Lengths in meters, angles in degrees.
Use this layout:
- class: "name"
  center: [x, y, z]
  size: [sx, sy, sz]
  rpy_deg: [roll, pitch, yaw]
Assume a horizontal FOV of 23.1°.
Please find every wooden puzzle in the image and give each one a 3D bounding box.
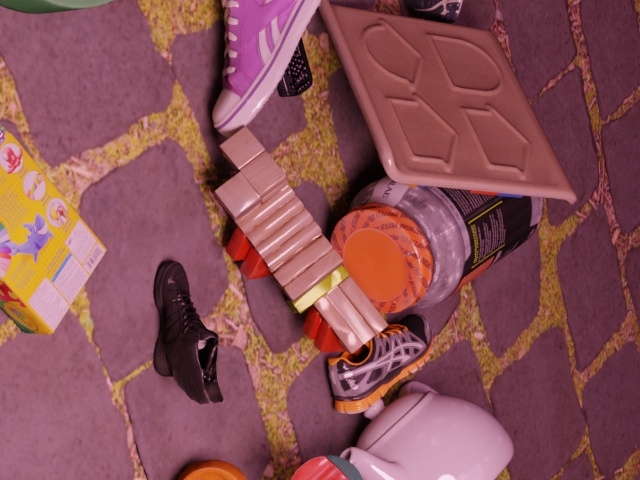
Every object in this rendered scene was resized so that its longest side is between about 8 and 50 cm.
- class: "wooden puzzle"
  center: [0.163, -0.179, 2.164]
  size: [0.348, 0.080, 0.322]
  rpy_deg: [8, 47, -35]

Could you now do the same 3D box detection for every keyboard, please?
- class: "keyboard"
  center: [-0.051, -0.280, 2.071]
  size: [0.100, 0.038, 0.192]
  rpy_deg: [-38, 118, -45]

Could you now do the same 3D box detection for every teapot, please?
- class: "teapot"
  center: [0.134, 0.296, 2.190]
  size: [0.252, 0.256, 0.187]
  rpy_deg: [-40, 84, -20]

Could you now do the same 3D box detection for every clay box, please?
- class: "clay box"
  center: [-0.337, -0.016, 1.694]
  size: [0.222, 0.053, 0.127]
  rpy_deg: [55, 50, -35]

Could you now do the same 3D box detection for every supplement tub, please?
- class: "supplement tub"
  center: [0.163, -0.025, 2.216]
  size: [0.316, 0.193, 0.194]
  rpy_deg: [-30, 113, -48]

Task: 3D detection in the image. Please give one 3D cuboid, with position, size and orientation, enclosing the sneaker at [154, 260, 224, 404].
- class: "sneaker"
  center: [-0.156, 0.111, 1.895]
  size: [0.051, 0.089, 0.170]
  rpy_deg: [5, 86, -52]

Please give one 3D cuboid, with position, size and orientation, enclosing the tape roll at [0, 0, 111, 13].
- class: "tape roll"
  center: [-0.301, -0.412, 1.721]
  size: [0.321, 0.077, 0.321]
  rpy_deg: [0, 90, -53]

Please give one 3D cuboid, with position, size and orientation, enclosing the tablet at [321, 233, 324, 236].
- class: "tablet"
  center: [0.000, 0.000, 2.100]
  size: [0.006, 0.083, 0.054]
  rpy_deg: [-37, 100, -7]

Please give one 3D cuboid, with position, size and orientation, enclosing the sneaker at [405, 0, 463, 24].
- class: "sneaker"
  center: [0.173, -0.460, 2.300]
  size: [0.122, 0.110, 0.283]
  rpy_deg: [-33, 116, -50]

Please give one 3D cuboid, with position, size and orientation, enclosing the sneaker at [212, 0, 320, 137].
- class: "sneaker"
  center: [-0.103, -0.280, 1.977]
  size: [0.161, 0.102, 0.282]
  rpy_deg: [28, 81, -14]

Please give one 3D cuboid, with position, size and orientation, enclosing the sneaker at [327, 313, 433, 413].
- class: "sneaker"
  center: [0.086, 0.157, 2.211]
  size: [0.215, 0.084, 0.083]
  rpy_deg: [-41, 116, -43]

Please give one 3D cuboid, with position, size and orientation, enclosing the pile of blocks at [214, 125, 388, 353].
- class: "pile of blocks"
  center: [-0.052, 0.018, 2.030]
  size: [0.112, 0.149, 0.362]
  rpy_deg: [-38, 117, -7]

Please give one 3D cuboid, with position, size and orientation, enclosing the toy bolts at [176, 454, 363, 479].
- class: "toy bolts"
  center: [-0.058, 0.339, 1.979]
  size: [0.218, 0.228, 0.158]
  rpy_deg: [52, 0, 3]
